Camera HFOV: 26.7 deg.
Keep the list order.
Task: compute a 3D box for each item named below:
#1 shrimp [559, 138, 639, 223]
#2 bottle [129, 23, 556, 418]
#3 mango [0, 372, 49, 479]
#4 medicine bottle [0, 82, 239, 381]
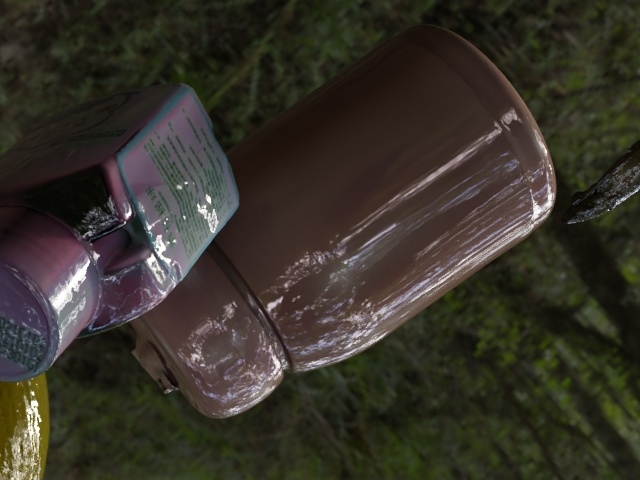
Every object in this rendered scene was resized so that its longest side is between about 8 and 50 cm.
[{"bbox_3d":[0.316,-0.048,1.283,0.195,0.035,0.148,-38,144,-5],"label":"shrimp"},{"bbox_3d":[0.000,0.000,0.944,0.297,0.173,0.206,-37,176,-14],"label":"bottle"},{"bbox_3d":[-0.260,0.130,0.988,0.091,0.137,0.237,-16,-126,41],"label":"mango"},{"bbox_3d":[-0.135,-0.006,0.743,0.119,0.094,0.188,-11,-156,26],"label":"medicine bottle"}]
